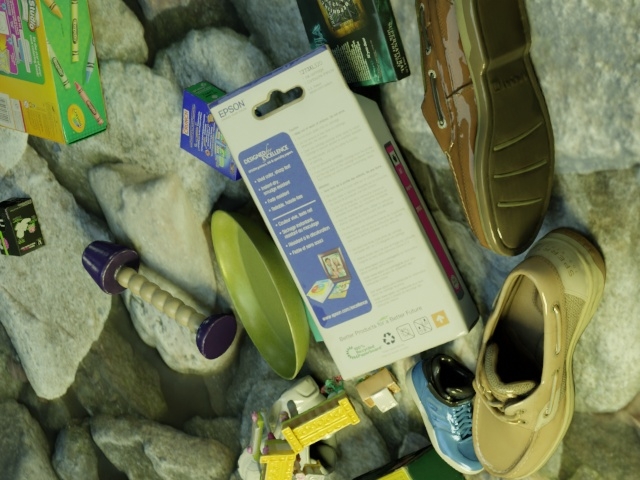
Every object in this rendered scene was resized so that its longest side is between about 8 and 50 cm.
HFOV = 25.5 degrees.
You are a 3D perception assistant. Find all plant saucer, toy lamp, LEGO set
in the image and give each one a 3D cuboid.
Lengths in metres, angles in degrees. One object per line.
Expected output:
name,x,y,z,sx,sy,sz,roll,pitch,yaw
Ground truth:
plant saucer,-0.073,0.065,1.844,0.241,0.037,0.241,55,160,32
toy lamp,-0.240,0.077,2.051,0.274,0.080,0.080,29,130,30
LEGO set,-0.021,0.247,1.842,0.287,0.132,0.107,-58,28,22

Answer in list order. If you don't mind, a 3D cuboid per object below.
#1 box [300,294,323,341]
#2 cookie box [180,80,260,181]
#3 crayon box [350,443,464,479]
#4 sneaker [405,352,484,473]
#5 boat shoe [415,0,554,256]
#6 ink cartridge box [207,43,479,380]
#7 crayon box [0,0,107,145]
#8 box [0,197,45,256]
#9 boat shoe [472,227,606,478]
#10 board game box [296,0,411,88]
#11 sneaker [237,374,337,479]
box,0.000,0.000,1.762,0.100,0.060,0.244,-13,101,49
cookie box,-0.132,-0.143,1.836,0.107,0.040,0.092,32,132,30
crayon box,0.155,0.435,1.826,0.202,0.081,0.319,-34,85,50
sneaker,0.165,0.207,1.705,0.152,0.058,0.084,62,149,10
boat shoe,0.167,-0.138,1.484,0.104,0.110,0.307,6,106,49
ink cartridge box,0.027,-0.032,1.654,0.175,0.069,0.371,-23,98,26
crayon box,-0.404,-0.288,2.012,0.165,0.081,0.279,17,123,40
box,-0.489,-0.022,2.275,0.062,0.052,0.083,3,112,46
boat shoe,0.216,0.143,1.574,0.121,0.110,0.341,32,131,31
board game box,0.026,-0.266,1.612,0.126,0.026,0.186,-2,110,48
sneaker,-0.036,0.295,1.948,0.115,0.090,0.232,43,138,16
